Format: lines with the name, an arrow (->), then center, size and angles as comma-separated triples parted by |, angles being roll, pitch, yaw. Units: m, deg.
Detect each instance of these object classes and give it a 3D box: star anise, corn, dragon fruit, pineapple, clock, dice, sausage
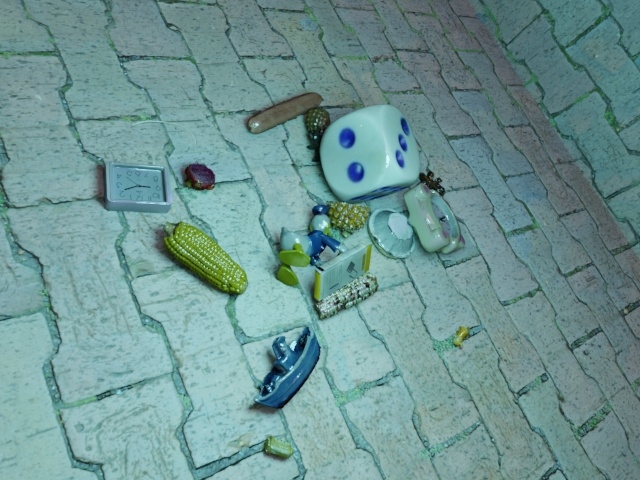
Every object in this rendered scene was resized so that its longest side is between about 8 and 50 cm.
star anise -> 0.499, -0.252, 2.299 | 0.167, 0.057, 0.168 | 15, 48, -18
corn -> -0.356, 0.054, 1.582 | 0.321, 0.119, 0.119 | 38, 51, -12
dragon fruit -> -0.413, -0.209, 1.735 | 0.112, 0.068, 0.126 | 8, 45, -45
pineapple -> 0.000, -0.421, 2.075 | 0.119, 0.111, 0.237 | -3, 71, -3
pineapple -> 0.102, -0.073, 1.923 | 0.176, 0.161, 0.137 | 6, 92, -55
clock -> -0.578, -0.169, 1.612 | 0.197, 0.063, 0.150 | 2, 64, -29
clock -> 0.479, -0.078, 2.096 | 0.309, 0.114, 0.284 | 9, 56, -51
dice -> 0.189, -0.323, 1.944 | 0.276, 0.304, 0.305 | -10, 84, -53
sausage -> -0.138, -0.525, 2.062 | 0.433, 0.088, 0.088 | -34, 83, -39
corn -> 0.093, 0.194, 1.789 | 0.280, 0.092, 0.092 | -25, 78, -33

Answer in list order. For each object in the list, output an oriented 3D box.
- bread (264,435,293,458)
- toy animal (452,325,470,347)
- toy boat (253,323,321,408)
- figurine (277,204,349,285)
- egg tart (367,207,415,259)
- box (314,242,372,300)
bread -> -0.120, 0.597, 1.462 | 0.088, 0.034, 0.049 | 26, 39, -20
toy animal -> 0.543, 0.371, 1.958 | 0.060, 0.081, 0.083 | 52, 31, 2
toy boat -> -0.104, 0.370, 1.539 | 0.142, 0.129, 0.309 | 48, 51, -12
figurine -> 0.000, 0.000, 1.775 | 0.283, 0.204, 0.338 | 26, 50, -16
egg tart -> 0.297, -0.039, 2.033 | 0.234, 0.094, 0.234 | 17, 54, -24
box -> 0.077, 0.101, 1.730 | 0.247, 0.129, 0.033 | -27, 46, -34
